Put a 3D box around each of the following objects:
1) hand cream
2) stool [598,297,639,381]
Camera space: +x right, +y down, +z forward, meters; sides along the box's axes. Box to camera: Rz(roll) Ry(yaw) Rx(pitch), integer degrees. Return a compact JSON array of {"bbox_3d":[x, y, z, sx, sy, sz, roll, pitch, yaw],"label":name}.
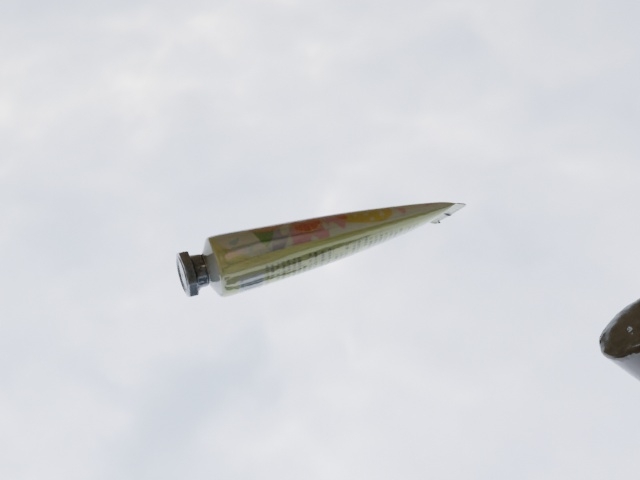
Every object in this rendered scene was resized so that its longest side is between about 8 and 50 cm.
[{"bbox_3d":[0.000,0.000,0.384,0.102,0.022,0.035,-15,173,-17],"label":"hand cream"},{"bbox_3d":[0.368,0.058,0.620,0.310,0.226,0.310,-44,-163,-17],"label":"stool"}]
